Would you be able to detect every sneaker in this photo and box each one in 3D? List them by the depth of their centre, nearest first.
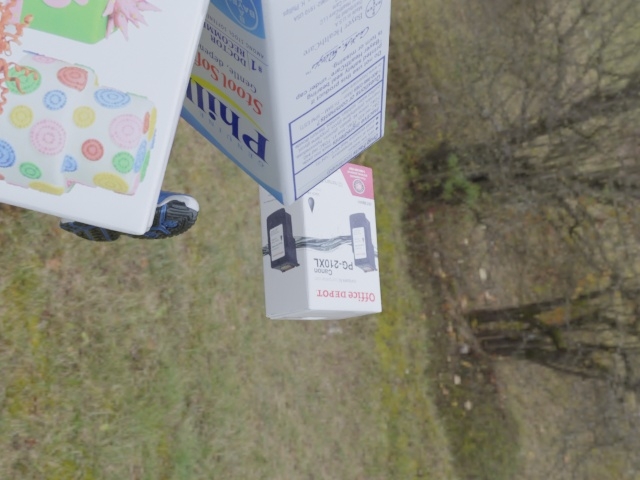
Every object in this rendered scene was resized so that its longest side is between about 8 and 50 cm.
[{"bbox_3d":[-0.232,-0.048,0.964,0.080,0.211,0.081,36,60,-52],"label":"sneaker"}]

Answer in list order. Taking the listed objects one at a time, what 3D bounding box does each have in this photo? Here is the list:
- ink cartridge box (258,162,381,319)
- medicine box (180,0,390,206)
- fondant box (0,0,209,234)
[{"bbox_3d":[0.000,0.000,1.235,0.172,0.100,0.237,7,76,-46],"label":"ink cartridge box"},{"bbox_3d":[-0.074,-0.226,0.786,0.149,0.263,0.289,-38,153,-22],"label":"medicine box"},{"bbox_3d":[-0.239,-0.156,0.491,0.330,0.096,0.238,14,87,-10],"label":"fondant box"}]
